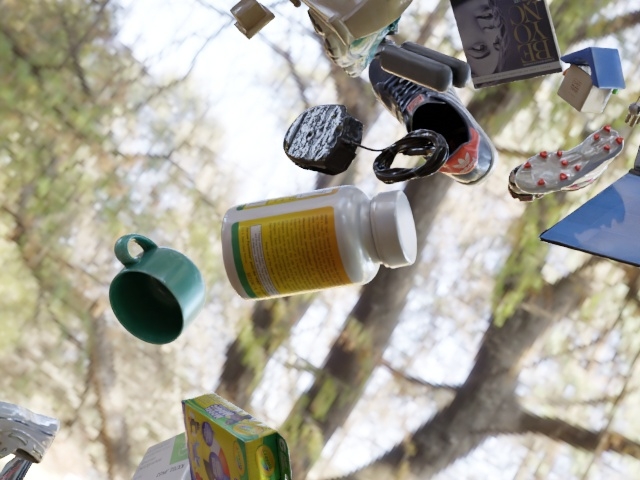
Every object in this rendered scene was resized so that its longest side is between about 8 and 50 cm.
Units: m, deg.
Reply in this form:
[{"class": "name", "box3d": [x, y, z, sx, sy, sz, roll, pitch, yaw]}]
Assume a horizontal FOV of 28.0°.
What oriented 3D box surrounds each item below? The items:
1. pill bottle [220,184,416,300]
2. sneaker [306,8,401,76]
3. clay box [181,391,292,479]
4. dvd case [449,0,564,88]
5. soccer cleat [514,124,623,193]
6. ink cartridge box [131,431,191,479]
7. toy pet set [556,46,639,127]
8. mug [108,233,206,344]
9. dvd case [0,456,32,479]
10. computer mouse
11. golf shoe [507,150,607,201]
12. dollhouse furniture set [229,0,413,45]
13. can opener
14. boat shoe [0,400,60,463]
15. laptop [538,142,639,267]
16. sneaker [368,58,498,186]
[{"class": "pill bottle", "box3d": [0.000, 0.000, 1.489, 0.208, 0.118, 0.117, -10, -35, 17]}, {"class": "sneaker", "box3d": [0.060, -0.286, 1.728, 0.107, 0.110, 0.275, 64, 8, -5]}, {"class": "clay box", "box3d": [-0.106, 0.286, 1.646, 0.222, 0.053, 0.128, 18, -63, 59]}, {"class": "dvd case", "box3d": [0.311, -0.377, 2.196, 0.164, 0.018, 0.221, -8, -67, 28]}, {"class": "soccer cleat", "box3d": [0.370, -0.107, 1.912, 0.068, 0.196, 0.076, 55, -24, 24]}, {"class": "ink cartridge box", "box3d": [-0.231, 0.445, 1.813, 0.119, 0.353, 0.207, 39, -39, -17]}, {"class": "toy pet set", "box3d": [0.298, -0.174, 1.332, 0.114, 0.065, 0.122, -2, 36, -38]}, {"class": "mug", "box3d": [-0.233, 0.064, 1.894, 0.129, 0.097, 0.158, 18, -54, 17]}, {"class": "dvd case", "box3d": [-0.448, 0.344, 1.851, 0.087, 0.119, 0.013, -36, -74, 29]}, {"class": "computer mouse", "box3d": [0.044, -0.087, 1.241, 0.041, 0.071, 0.242, 33, -9, -35]}, {"class": "golf shoe", "box3d": [0.419, -0.123, 2.245, 0.086, 0.186, 0.067, 78, -8, -65]}, {"class": "dollhouse furniture set", "box3d": [0.113, -0.285, 1.585, 0.174, 0.355, 0.303, 50, 0, -38]}, {"class": "can opener", "box3d": [0.132, -0.309, 2.066, 0.280, 0.074, 0.093, 37, -45, 47]}, {"class": "boat shoe", "box3d": [-0.428, 0.258, 1.729, 0.083, 0.076, 0.226, 5, -15, 29]}, {"class": "laptop", "box3d": [0.569, -0.135, 1.771, 0.382, 0.408, 0.236, 17, 1, 40]}, {"class": "sneaker", "box3d": [0.187, -0.249, 2.365, 0.350, 0.131, 0.148, 49, 16, 30]}]
